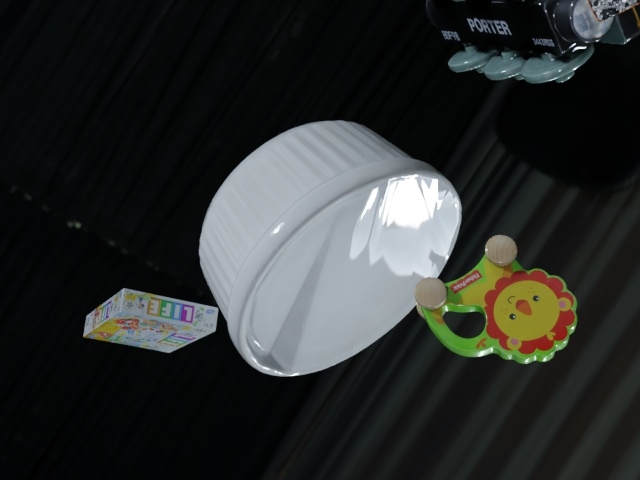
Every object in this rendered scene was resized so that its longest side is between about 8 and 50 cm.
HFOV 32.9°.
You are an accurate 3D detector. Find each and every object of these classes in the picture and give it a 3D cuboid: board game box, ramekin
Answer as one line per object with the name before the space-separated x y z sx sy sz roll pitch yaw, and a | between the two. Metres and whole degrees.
board game box | -0.185 0.089 1.168 0.103 0.026 0.154 13 161 -22
ramekin | 0.000 0.000 1.104 0.127 0.273 0.273 48 -174 32

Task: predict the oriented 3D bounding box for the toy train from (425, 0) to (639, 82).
toy train | 0.237 -0.266 1.164 0.142 0.190 0.334 61 170 -20

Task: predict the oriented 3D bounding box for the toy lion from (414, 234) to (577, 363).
toy lion | 0.132 0.052 0.793 0.096 0.100 0.034 57 172 25

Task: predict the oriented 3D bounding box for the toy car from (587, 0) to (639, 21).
toy car | 0.232 -0.242 0.931 0.122 0.060 0.040 47 -159 1
